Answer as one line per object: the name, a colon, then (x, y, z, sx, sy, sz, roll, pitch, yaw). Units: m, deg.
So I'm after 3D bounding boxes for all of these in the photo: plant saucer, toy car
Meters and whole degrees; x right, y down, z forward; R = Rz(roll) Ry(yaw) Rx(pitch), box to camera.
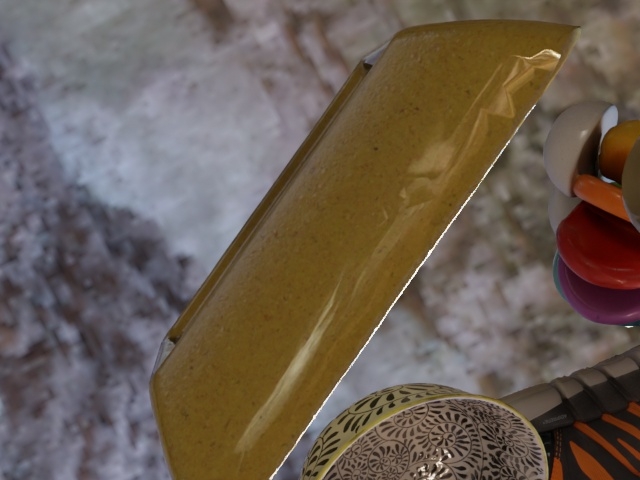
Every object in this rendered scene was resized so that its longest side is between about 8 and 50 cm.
plant saucer: (0.000, 0.000, 1.095, 0.081, 0.333, 0.333, 35, 0, -4)
toy car: (0.230, -0.003, 1.371, 0.159, 0.136, 0.182, 25, -23, 22)

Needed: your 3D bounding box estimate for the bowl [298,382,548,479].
bowl: (0.049, 0.148, 1.159, 0.170, 0.170, 0.080, 56, -3, -37)

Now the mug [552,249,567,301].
mug: (0.259, -0.006, 1.565, 0.097, 0.129, 0.157, 46, 17, 25)

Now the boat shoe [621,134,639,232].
boat shoe: (0.303, 0.028, 0.976, 0.307, 0.111, 0.104, 24, -7, -18)

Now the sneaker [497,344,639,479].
sneaker: (0.240, 0.178, 1.388, 0.180, 0.321, 0.124, 66, -30, 12)
